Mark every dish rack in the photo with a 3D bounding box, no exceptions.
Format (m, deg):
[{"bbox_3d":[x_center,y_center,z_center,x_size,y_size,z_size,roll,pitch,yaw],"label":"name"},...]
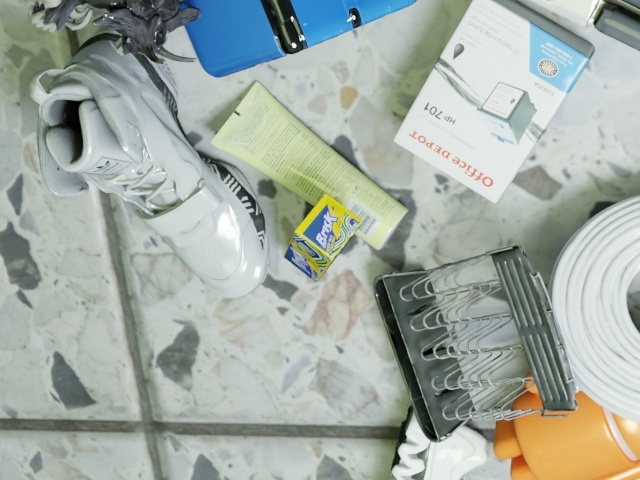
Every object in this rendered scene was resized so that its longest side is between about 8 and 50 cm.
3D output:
[{"bbox_3d":[0.172,0.114,1.295,0.271,0.074,0.208,-21,89,65],"label":"dish rack"}]

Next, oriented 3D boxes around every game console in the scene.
[{"bbox_3d":[-0.060,-0.361,1.313,0.250,0.173,0.293,-24,103,-8],"label":"game console"}]

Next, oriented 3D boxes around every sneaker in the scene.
[{"bbox_3d":[-0.204,-0.066,1.364,0.137,0.210,0.366,-27,99,25],"label":"sneaker"},{"bbox_3d":[0.129,0.351,1.472,0.118,0.110,0.292,15,114,3],"label":"sneaker"}]

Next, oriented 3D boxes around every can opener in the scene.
[{"bbox_3d":[0.313,-0.235,1.198,0.283,0.095,0.076,28,116,7],"label":"can opener"}]

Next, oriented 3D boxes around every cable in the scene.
[{"bbox_3d":[0.369,0.068,1.238,0.257,0.089,0.257,20,82,18],"label":"cable"}]

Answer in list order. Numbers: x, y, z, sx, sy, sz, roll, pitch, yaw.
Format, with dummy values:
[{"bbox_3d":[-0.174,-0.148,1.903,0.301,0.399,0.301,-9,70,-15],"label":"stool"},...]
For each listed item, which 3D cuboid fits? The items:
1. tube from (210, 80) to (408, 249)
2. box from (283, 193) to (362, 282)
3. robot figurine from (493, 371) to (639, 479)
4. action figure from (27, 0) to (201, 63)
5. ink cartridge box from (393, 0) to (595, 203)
[{"bbox_3d":[-0.008,-0.084,1.382,0.240,0.070,0.062,36,139,4],"label":"tube"},{"bbox_3d":[0.000,0.000,1.347,0.054,0.169,0.059,38,78,2],"label":"box"},{"bbox_3d":[0.310,0.211,1.346,0.219,0.128,0.158,-25,74,25],"label":"robot figurine"},{"bbox_3d":[-0.240,-0.296,1.318,0.141,0.164,0.276,-34,78,44],"label":"action figure"},{"bbox_3d":[0.188,-0.159,1.275,0.139,0.082,0.191,32,114,5],"label":"ink cartridge box"}]
